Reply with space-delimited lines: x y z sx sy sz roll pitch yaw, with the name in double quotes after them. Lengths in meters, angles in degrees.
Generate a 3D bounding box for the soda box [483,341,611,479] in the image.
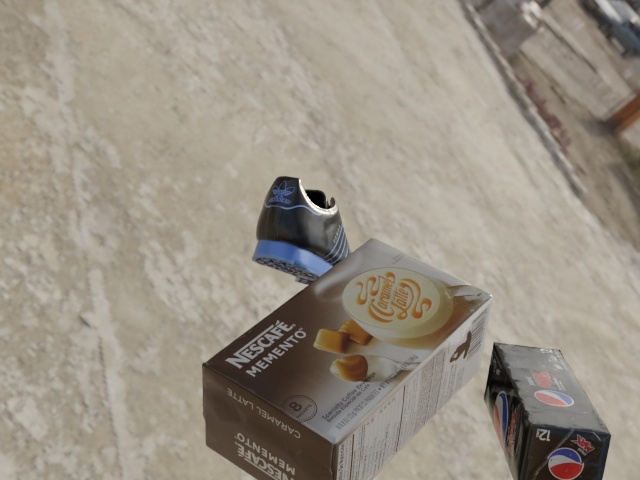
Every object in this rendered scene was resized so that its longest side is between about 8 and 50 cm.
0.165 0.131 0.756 0.060 0.053 0.169 7 13 0 "soda box"

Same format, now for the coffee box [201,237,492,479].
0.028 0.113 0.894 0.141 0.098 0.246 26 41 29 "coffee box"

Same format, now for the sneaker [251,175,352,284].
0.000 0.000 1.073 0.232 0.081 0.091 33 68 -68 "sneaker"
